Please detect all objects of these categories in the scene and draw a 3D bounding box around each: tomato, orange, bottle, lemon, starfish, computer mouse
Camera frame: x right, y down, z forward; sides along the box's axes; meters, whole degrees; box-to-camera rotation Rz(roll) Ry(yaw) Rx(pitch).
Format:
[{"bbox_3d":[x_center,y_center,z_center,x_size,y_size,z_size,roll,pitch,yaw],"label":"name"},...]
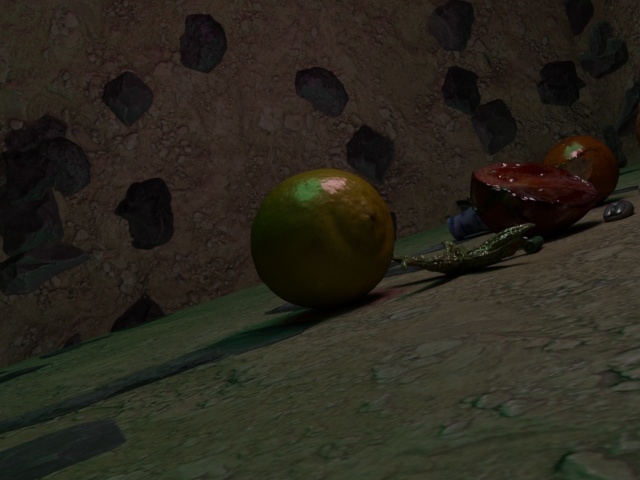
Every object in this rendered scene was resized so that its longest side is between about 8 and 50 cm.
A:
[{"bbox_3d":[0.530,-0.082,1.755,0.309,0.170,0.309,6,28,-4],"label":"tomato"},{"bbox_3d":[0.820,-0.214,2.185,0.240,0.239,0.240,-17,1,0],"label":"orange"},{"bbox_3d":[0.473,0.008,1.526,0.030,0.030,0.083,-16,0,31],"label":"bottle"},{"bbox_3d":[0.000,0.000,1.580,0.348,0.347,0.348,-17,1,0],"label":"lemon"},{"bbox_3d":[0.319,0.029,1.547,0.347,0.078,0.358,-17,1,12],"label":"starfish"},{"bbox_3d":[0.721,-0.075,1.670,0.066,0.039,0.096,-16,2,43],"label":"computer mouse"}]

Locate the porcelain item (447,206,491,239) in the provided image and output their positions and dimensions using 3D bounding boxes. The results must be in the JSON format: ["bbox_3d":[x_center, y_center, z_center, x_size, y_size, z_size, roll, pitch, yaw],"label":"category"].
[{"bbox_3d":[0.568,-0.087,2.370,0.259,0.141,0.141,-25,-3,31],"label":"porcelain item"}]

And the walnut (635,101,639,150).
[{"bbox_3d":[1.073,-0.328,1.896,0.381,0.381,0.381,-17,1,0],"label":"walnut"}]

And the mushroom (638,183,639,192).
[{"bbox_3d":[0.922,-0.171,1.780,0.116,0.093,0.225,-28,-5,-13],"label":"mushroom"}]
